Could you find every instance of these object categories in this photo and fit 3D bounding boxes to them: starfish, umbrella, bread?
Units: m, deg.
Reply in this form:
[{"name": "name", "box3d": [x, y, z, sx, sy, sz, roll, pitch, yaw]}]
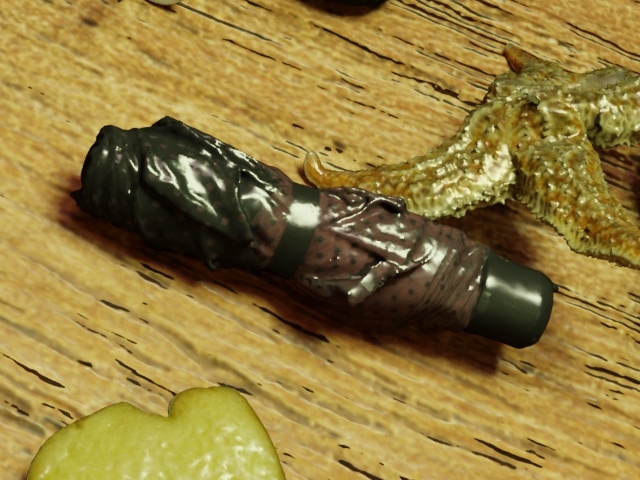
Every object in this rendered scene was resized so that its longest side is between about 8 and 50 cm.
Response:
[{"name": "starfish", "box3d": [0.191, -0.087, 1.265, 0.301, 0.084, 0.293, 10, 33, 35]}, {"name": "umbrella", "box3d": [0.000, 0.000, 1.164, 0.326, 0.094, 0.090, 19, 75, -10]}, {"name": "bread", "box3d": [-0.090, 0.176, 1.006, 0.149, 0.065, 0.187, -4, 59, -15]}]

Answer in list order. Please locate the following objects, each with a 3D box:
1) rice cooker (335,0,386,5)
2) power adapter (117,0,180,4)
[{"name": "rice cooker", "box3d": [0.034, -0.272, 1.378, 0.142, 0.118, 0.203, 23, 48, -6]}, {"name": "power adapter", "box3d": [-0.129, -0.248, 1.276, 0.130, 0.125, 0.205, 31, 48, -1]}]
